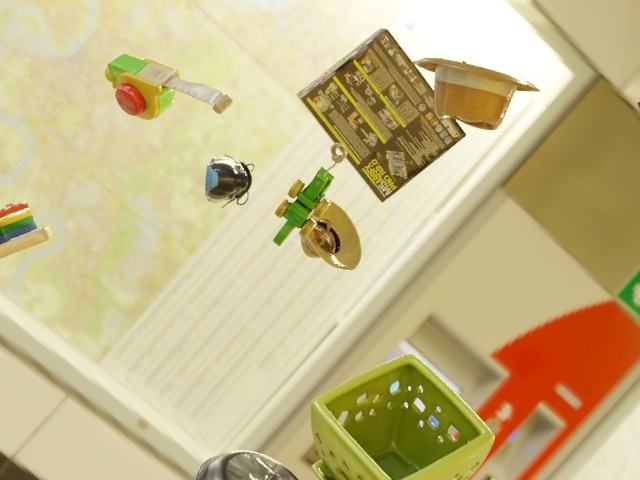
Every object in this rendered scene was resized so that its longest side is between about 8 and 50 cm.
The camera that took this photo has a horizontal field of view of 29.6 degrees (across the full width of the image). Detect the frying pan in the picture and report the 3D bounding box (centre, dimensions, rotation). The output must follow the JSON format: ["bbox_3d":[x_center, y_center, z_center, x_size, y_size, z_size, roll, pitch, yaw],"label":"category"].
[{"bbox_3d":[-0.148,0.375,1.808,0.326,0.053,0.197,13,29,-33],"label":"frying pan"}]

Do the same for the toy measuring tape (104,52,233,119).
[{"bbox_3d":[-0.295,-0.275,2.357,0.330,0.121,0.121,23,-9,31],"label":"toy measuring tape"}]

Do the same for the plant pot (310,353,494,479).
[{"bbox_3d":[0.124,0.364,2.042,0.228,0.227,0.207,44,-38,35],"label":"plant pot"}]

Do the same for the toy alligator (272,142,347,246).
[{"bbox_3d":[-0.008,-0.067,1.675,0.056,0.189,0.051,38,30,4],"label":"toy alligator"}]

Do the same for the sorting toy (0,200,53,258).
[{"bbox_3d":[-0.637,0.001,2.255,0.255,0.257,0.089,-171,-121,-79],"label":"sorting toy"}]

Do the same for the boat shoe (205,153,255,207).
[{"bbox_3d":[-0.173,-0.107,2.336,0.089,0.109,0.258,3,11,-2],"label":"boat shoe"}]

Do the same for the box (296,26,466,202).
[{"bbox_3d":[0.119,-0.243,2.357,0.270,0.216,0.060,50,2,-15],"label":"box"}]

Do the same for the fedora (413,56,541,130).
[{"bbox_3d":[0.209,-0.200,1.681,0.194,0.079,0.194,15,5,-1],"label":"fedora"}]

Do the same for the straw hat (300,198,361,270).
[{"bbox_3d":[0.000,0.000,2.065,0.144,0.061,0.144,32,44,-36],"label":"straw hat"}]

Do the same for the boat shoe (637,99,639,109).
[{"bbox_3d":[0.581,-0.199,2.052,0.153,0.048,0.056,-98,178,-51],"label":"boat shoe"}]
